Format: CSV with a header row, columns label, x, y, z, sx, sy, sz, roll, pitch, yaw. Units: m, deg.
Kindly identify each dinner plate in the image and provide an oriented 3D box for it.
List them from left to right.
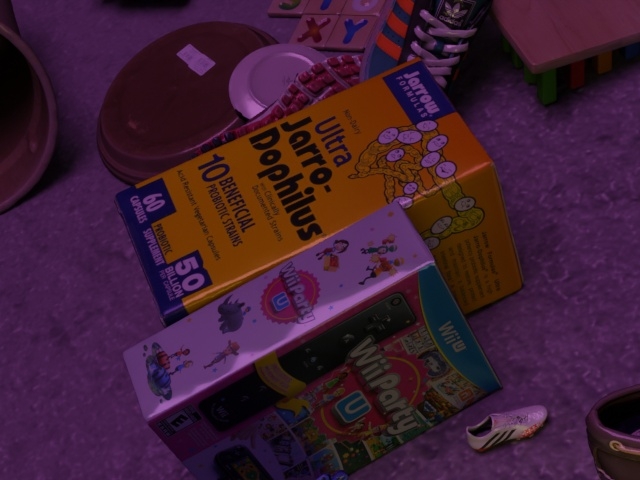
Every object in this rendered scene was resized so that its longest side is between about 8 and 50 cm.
label,x,y,z,sx,sy,sz,roll,pitch,yaw
dinner plate,-0.043,-0.192,1.828,0.141,0.017,0.141,1,59,-1

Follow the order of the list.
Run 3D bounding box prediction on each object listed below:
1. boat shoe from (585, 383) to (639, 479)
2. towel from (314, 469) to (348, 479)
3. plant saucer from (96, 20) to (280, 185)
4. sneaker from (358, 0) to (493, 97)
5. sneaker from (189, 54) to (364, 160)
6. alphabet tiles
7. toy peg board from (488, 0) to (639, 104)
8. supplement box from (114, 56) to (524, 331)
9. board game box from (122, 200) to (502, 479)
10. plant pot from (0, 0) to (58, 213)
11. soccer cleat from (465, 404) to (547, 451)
label,x,y,z,sx,sy,sz,roll,pitch,yaw
boat shoe,0.383,0.150,1.218,0.324,0.097,0.116,-11,42,18
towel,-0.067,0.293,1.301,0.243,0.336,0.040,-39,82,-6
plant saucer,-0.171,-0.185,1.906,0.278,0.041,0.278,-14,48,17
sneaker,0.125,-0.241,1.686,0.121,0.108,0.302,168,116,-69
sneaker,-0.036,-0.124,1.745,0.299,0.121,0.112,-27,1,-10
alphabet tiles,0.092,-0.379,1.951,0.285,0.011,0.342,6,57,31
toy peg board,0.287,-0.241,1.710,0.160,0.079,0.161,-18,46,-8
supplement box,0.000,0.000,1.534,0.356,0.195,0.194,-25,46,-4
board game box,-0.003,0.128,1.440,0.303,0.224,0.097,-30,45,2
plant pot,-0.520,-0.232,1.958,0.334,0.334,0.305,-25,35,6
soccer cleat,0.180,0.179,1.435,0.083,0.035,0.029,-23,47,9
